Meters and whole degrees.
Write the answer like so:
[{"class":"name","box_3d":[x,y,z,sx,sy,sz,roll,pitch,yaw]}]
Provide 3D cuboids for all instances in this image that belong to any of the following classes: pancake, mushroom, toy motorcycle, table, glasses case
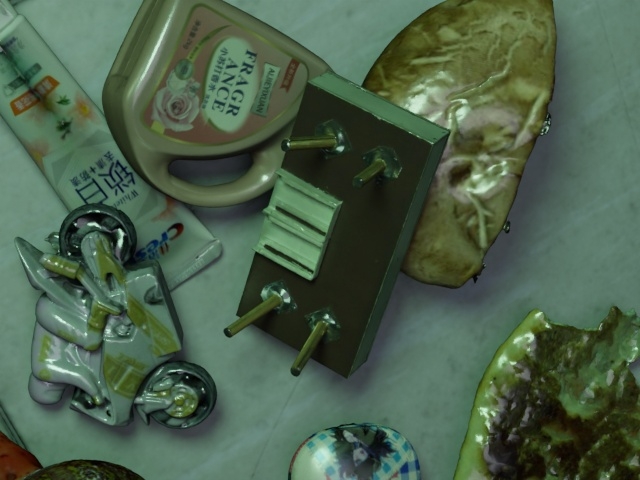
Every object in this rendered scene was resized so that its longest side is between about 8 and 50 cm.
[{"class":"pancake","box_3d":[0.251,0.271,1.377,0.304,0.067,0.427,-26,102,-19]},{"class":"mushroom","box_3d":[0.103,-0.108,1.230,0.151,0.156,0.286,18,90,-17]},{"class":"toy motorcycle","box_3d":[-0.195,0.084,1.208,0.152,0.073,0.225,-24,109,5]},{"class":"table","box_3d":[0.000,0.000,1.167,0.121,0.111,0.240,28,120,17]},{"class":"glasses case","box_3d":[0.033,0.333,1.305,0.125,0.076,0.328,-3,97,-14]}]

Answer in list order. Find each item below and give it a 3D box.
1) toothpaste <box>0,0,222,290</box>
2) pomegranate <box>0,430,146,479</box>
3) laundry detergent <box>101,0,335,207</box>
[{"class":"toothpaste","box_3d":[-0.212,-0.083,1.197,0.100,0.066,0.323,-38,113,-5]},{"class":"pomegranate","box_3d":[-0.236,0.255,1.180,0.214,0.214,0.248,-33,67,-9]},{"class":"laundry detergent","box_3d":[-0.071,-0.103,1.211,0.237,0.076,0.171,27,87,-31]}]
